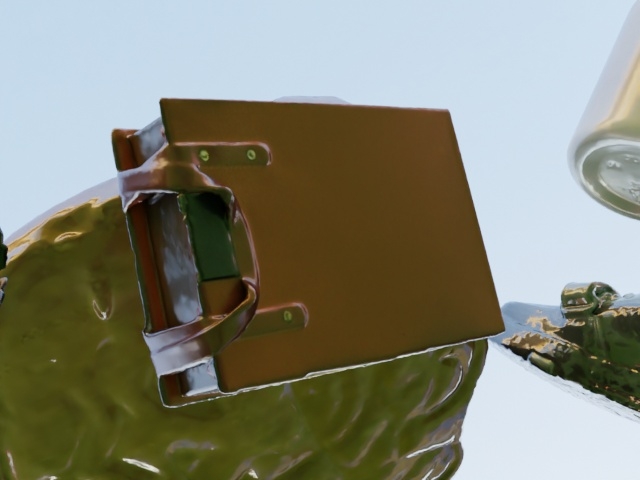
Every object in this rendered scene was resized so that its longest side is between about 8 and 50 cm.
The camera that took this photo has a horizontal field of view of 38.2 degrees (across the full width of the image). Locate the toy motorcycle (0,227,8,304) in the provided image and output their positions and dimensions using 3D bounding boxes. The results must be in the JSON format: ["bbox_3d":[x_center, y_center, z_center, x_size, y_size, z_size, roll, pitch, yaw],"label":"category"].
[{"bbox_3d":[-0.208,0.046,0.299,0.125,0.331,0.196,-24,-54,22],"label":"toy motorcycle"}]

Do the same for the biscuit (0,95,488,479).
[{"bbox_3d":[-0.046,0.115,0.634,0.365,0.062,0.385,-29,-56,-11],"label":"biscuit"}]

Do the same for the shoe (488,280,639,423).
[{"bbox_3d":[0.258,0.063,0.675,0.109,0.293,0.149,29,-95,-41],"label":"shoe"}]

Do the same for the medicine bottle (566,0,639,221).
[{"bbox_3d":[0.248,-0.111,0.636,0.103,0.103,0.186,35,-114,-11],"label":"medicine bottle"}]

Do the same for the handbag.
[{"bbox_3d":[0.000,0.000,0.441,0.190,0.063,0.127,-6,-100,-43],"label":"handbag"}]
